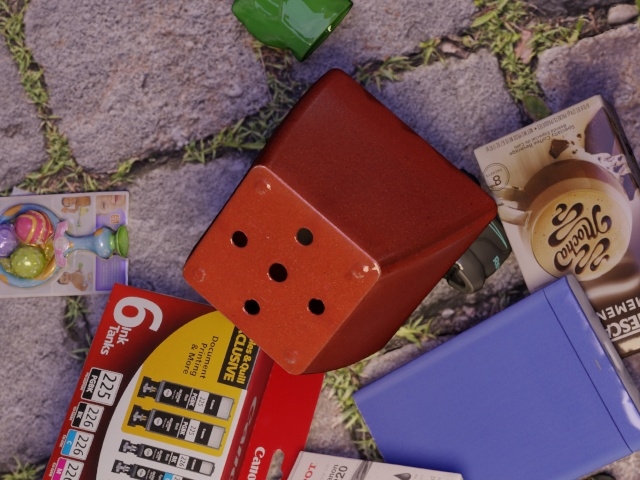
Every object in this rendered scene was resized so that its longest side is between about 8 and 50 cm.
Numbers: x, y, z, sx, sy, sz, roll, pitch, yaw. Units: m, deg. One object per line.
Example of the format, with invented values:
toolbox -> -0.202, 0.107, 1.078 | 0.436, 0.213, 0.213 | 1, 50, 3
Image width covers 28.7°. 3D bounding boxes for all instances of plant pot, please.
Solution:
plant pot -> 0.000, 0.000, 1.445 | 0.267, 0.236, 0.267 | 41, 118, 6

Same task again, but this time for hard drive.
hard drive -> 0.211, 0.206, 1.479 | 0.319, 0.040, 0.210 | -33, 79, 28

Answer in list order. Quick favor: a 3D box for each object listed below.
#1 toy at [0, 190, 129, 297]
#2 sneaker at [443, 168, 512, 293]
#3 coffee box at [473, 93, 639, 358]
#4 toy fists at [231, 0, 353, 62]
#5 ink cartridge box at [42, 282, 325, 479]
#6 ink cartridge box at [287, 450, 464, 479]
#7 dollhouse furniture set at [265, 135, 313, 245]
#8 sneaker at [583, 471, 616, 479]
toy -> -0.370, 0.003, 1.635 | 0.237, 0.056, 0.136 | -2, 80, 6
sneaker -> 0.135, -0.058, 1.580 | 0.106, 0.101, 0.267 | -40, 86, -14
coffee box -> 0.325, -0.002, 1.508 | 0.168, 0.119, 0.297 | -24, 79, 19
toy fists -> 0.005, -0.368, 1.628 | 0.142, 0.096, 0.279 | 42, 87, 0
ink cartridge box -> -0.161, 0.238, 1.501 | 0.272, 0.130, 0.309 | 12, 66, 8
ink cartridge box -> 0.053, 0.343, 1.458 | 0.218, 0.092, 0.158 | 2, 45, 29
dollhouse furniture set -> -0.033, -0.064, 1.624 | 0.076, 0.058, 0.151 | -20, 100, -4
sneaker -> 0.371, 0.356, 1.499 | 0.077, 0.072, 0.178 | -35, 85, -10
